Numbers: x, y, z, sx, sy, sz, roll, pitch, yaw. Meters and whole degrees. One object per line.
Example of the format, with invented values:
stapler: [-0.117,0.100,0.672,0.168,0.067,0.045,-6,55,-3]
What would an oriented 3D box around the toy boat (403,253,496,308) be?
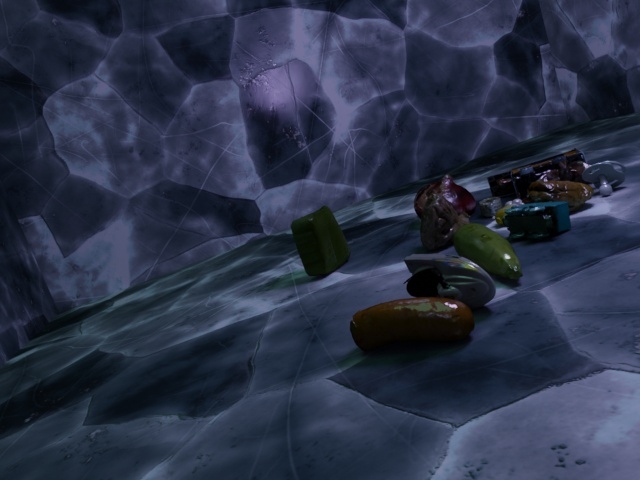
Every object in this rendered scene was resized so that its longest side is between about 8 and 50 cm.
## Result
toy boat: [0.298,0.104,1.256,0.140,0.141,0.269,-21,12,-15]

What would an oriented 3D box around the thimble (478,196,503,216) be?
thimble: [0.670,-0.131,2.027,0.084,0.062,0.110,-16,10,20]

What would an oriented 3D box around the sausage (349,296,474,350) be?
sausage: [0.197,0.178,1.127,0.270,0.109,0.109,-10,13,27]

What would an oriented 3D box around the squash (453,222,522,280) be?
squash: [0.459,0.026,1.426,0.118,0.119,0.370,-19,12,1]

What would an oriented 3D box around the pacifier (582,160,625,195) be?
pacifier: [0.981,-0.207,1.770,0.126,0.150,0.117,-33,36,44]

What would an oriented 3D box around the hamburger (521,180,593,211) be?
hamburger: [0.796,-0.155,1.746,0.206,0.130,0.183,-17,12,-5]

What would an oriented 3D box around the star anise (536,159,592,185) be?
star anise: [0.900,-0.223,1.913,0.229,0.093,0.236,13,-30,-41]

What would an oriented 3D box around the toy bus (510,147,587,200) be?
toy bus: [0.920,-0.264,2.081,0.275,0.139,0.167,-17,8,21]

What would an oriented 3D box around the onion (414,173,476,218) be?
onion: [0.527,-0.184,2.215,0.271,0.195,0.272,-7,19,3]

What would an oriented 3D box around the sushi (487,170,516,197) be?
sushi: [0.834,-0.243,2.225,0.200,0.139,0.031,-16,44,20]

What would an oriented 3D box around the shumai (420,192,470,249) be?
shumai: [0.443,-0.066,1.808,0.175,0.206,0.166,4,18,4]

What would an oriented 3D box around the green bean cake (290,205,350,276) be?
green bean cake: [0.000,0.000,2.018,0.124,0.248,0.222,-12,9,35]

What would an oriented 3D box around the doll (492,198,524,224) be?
doll: [0.680,-0.100,1.847,0.106,0.062,0.162,-15,12,42]

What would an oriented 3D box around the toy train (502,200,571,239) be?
toy train: [0.663,-0.066,1.584,0.154,0.107,0.198,-15,7,-23]
